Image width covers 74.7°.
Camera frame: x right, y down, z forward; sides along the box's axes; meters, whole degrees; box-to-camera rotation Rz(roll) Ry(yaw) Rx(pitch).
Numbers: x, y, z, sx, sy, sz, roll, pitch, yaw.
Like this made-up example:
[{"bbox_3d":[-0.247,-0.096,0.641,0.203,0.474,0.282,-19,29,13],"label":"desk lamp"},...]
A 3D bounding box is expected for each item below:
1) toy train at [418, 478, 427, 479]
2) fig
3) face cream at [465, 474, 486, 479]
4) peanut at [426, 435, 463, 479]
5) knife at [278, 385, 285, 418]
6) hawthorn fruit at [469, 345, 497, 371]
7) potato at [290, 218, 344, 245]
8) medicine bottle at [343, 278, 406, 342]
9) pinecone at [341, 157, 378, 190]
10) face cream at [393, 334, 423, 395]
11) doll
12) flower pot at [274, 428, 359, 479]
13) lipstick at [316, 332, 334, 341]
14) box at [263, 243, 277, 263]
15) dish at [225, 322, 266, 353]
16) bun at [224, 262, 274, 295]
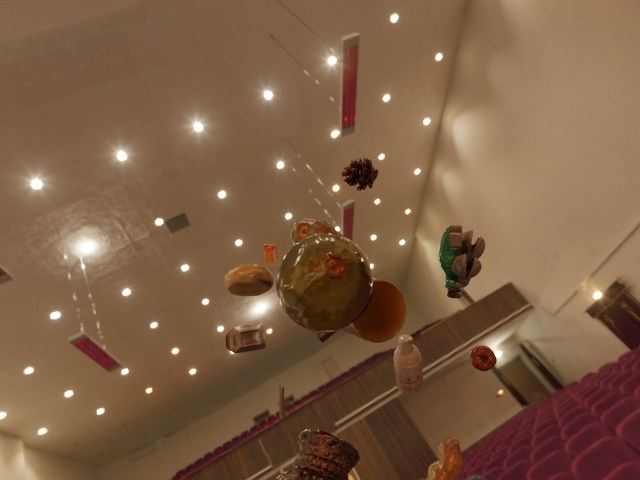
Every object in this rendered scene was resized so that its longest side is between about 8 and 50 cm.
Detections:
[{"bbox_3d":[0.600,1.162,1.783,0.086,0.406,0.088,-14,-64,-52],"label":"toy train"},{"bbox_3d":[0.020,0.132,1.357,0.343,0.343,0.343,-24,-34,-17],"label":"fig"},{"bbox_3d":[0.566,1.000,1.519,0.148,0.264,0.083,14,-25,-2],"label":"face cream"},{"bbox_3d":[0.417,0.777,1.416,0.085,0.104,0.228,36,-104,-24],"label":"peanut"},{"bbox_3d":[-0.187,0.790,2.053,0.023,0.162,0.044,0,4,17],"label":"knife"},{"bbox_3d":[0.792,0.568,2.041,0.140,0.125,0.125,-5,-42,-54],"label":"hawthorn fruit"},{"bbox_3d":[-0.002,0.003,2.090,0.218,0.350,0.203,31,-102,-57],"label":"potato"},{"bbox_3d":[0.185,0.271,1.675,0.237,0.238,0.232,-23,4,-19],"label":"medicine bottle"},{"bbox_3d":[0.183,-0.309,1.955,0.173,0.174,0.174,-24,-34,-17],"label":"pinecone"},{"bbox_3d":[0.450,0.618,2.160,0.145,0.145,0.370,-22,-59,-20],"label":"face cream"},{"bbox_3d":[0.482,0.065,1.430,0.153,0.195,0.258,1,-33,16],"label":"doll"},{"bbox_3d":[-0.015,0.700,1.168,0.267,0.266,0.267,102,-168,-47],"label":"flower pot"},{"bbox_3d":[0.132,0.370,2.062,0.356,0.057,0.057,-38,-32,-6],"label":"lipstick"},{"bbox_3d":[-0.229,0.062,1.911,0.015,0.058,0.093,-47,-46,-68],"label":"box"},{"bbox_3d":[-0.435,0.572,2.440,0.234,0.154,0.064,-7,-9,-14],"label":"dish"},{"bbox_3d":[-0.324,0.168,1.915,0.222,0.128,0.222,-7,-29,-4],"label":"bun"}]
